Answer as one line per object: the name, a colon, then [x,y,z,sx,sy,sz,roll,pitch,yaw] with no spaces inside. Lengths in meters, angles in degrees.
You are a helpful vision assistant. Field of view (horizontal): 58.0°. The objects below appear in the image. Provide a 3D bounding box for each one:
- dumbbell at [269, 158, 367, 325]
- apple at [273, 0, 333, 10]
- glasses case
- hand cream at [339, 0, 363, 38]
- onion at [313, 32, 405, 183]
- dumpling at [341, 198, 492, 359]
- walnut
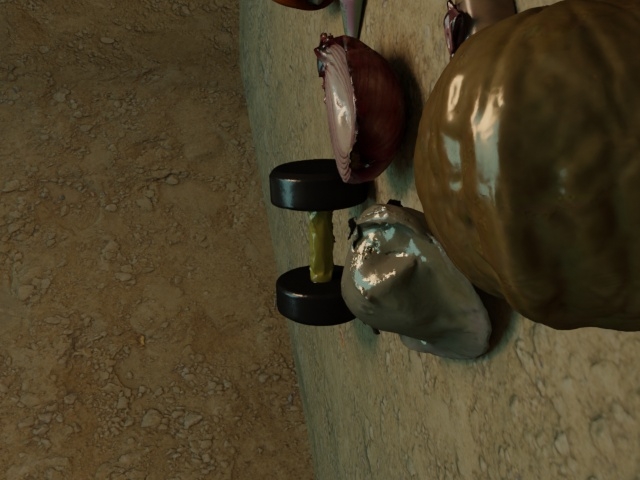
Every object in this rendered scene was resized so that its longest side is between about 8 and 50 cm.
dumbbell: [0.000,0.000,1.227,0.204,0.204,0.322,-129,36,-69]
apple: [-0.051,-0.582,1.233,0.199,0.199,0.199,174,90,-78]
glasses case: [0.168,-0.204,0.648,0.102,0.070,0.193,139,125,-77]
hand cream: [0.059,-0.442,1.131,0.174,0.047,0.076,88,170,-63]
onion: [0.069,-0.245,0.968,0.227,0.120,0.283,105,153,-64]
dumpling: [0.137,0.052,0.784,0.292,0.205,0.163,74,-150,-46]
walnut: [0.172,-0.045,0.381,0.228,0.228,0.227,174,90,-78]
